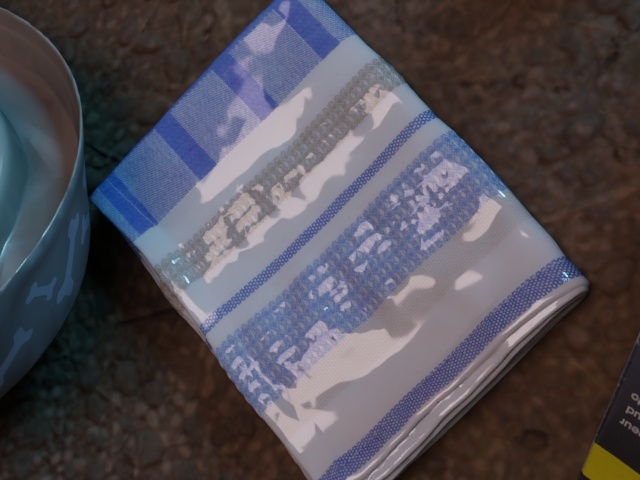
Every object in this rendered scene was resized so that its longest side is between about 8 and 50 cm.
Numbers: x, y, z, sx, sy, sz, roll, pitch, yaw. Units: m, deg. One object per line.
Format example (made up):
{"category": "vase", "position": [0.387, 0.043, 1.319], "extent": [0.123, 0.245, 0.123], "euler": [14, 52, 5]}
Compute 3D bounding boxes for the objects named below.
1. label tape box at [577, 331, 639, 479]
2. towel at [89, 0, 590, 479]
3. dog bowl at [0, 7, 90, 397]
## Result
{"category": "label tape box", "position": [0.264, 0.098, 0.628], "extent": [0.240, 0.106, 0.334], "euler": [36, 137, 24]}
{"category": "towel", "position": [0.000, 0.000, 0.826], "extent": [0.209, 0.034, 0.285], "euler": [-44, 67, 11]}
{"category": "dog bowl", "position": [-0.304, -0.005, 0.846], "extent": [0.348, 0.102, 0.349], "euler": [-6, 49, 7]}
